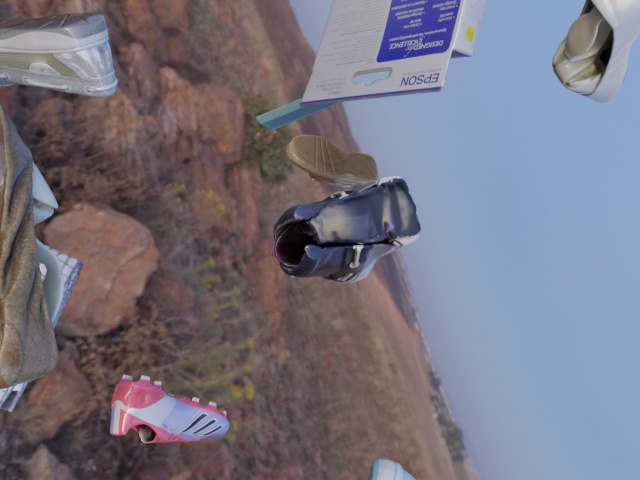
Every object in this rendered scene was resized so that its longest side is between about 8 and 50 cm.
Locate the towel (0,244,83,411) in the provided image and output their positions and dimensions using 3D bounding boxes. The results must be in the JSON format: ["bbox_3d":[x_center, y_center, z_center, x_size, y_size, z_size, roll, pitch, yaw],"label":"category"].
[{"bbox_3d":[-0.550,0.118,1.213,0.235,0.283,0.121,25,-13,-10],"label":"towel"}]

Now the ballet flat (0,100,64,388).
[{"bbox_3d":[-0.327,-0.007,0.779,0.124,0.116,0.342,28,38,-57],"label":"ballet flat"}]

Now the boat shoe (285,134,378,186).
[{"bbox_3d":[0.010,-0.108,1.103,0.170,0.059,0.063,14,65,-40],"label":"boat shoe"}]

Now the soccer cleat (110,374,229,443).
[{"bbox_3d":[-0.237,0.287,1.188,0.248,0.083,0.095,42,53,-50],"label":"soccer cleat"}]

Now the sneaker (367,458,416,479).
[{"bbox_3d":[0.136,0.331,0.728,0.319,0.208,0.127,84,20,-44],"label":"sneaker"}]

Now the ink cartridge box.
[{"bbox_3d":[0.128,-0.359,1.237,0.072,0.303,0.307,24,76,-44],"label":"ink cartridge box"}]

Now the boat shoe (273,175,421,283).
[{"bbox_3d":[0.000,0.000,1.033,0.340,0.158,0.127,135,-60,-69],"label":"boat shoe"}]

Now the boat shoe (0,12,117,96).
[{"bbox_3d":[-0.408,-0.244,1.022,0.118,0.320,0.103,-46,132,-49],"label":"boat shoe"}]

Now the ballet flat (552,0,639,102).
[{"bbox_3d":[0.474,-0.341,1.314,0.400,0.139,0.139,69,1,-73],"label":"ballet flat"}]

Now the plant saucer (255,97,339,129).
[{"bbox_3d":[-0.025,-0.251,1.409,0.067,0.192,0.018,14,57,-70],"label":"plant saucer"}]
